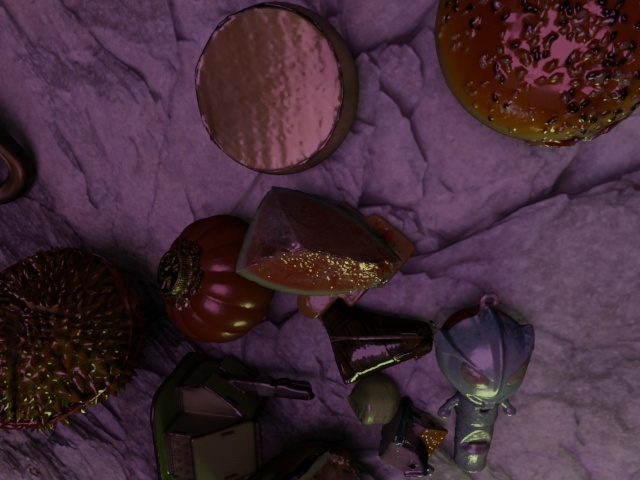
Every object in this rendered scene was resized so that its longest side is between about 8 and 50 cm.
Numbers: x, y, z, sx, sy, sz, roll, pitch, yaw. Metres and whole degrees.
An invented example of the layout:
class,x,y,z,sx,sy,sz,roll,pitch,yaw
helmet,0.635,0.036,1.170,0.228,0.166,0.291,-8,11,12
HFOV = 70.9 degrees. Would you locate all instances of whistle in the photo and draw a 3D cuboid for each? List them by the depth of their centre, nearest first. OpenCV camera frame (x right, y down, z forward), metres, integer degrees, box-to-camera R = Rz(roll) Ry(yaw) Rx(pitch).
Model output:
class,x,y,z,sx,sy,sz,roll,pitch,yaw
whistle,0.260,0.234,0.737,0.142,0.134,0.346,-13,117,-21

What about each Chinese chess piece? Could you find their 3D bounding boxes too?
class,x,y,z,sx,sy,sz,roll,pitch,yaw
Chinese chess piece,-0.068,-0.232,0.706,0.257,0.104,0.257,5,106,16

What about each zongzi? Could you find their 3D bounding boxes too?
class,x,y,z,sx,sy,sz,roll,pitch,yaw
zongzi,0.093,0.134,0.787,0.187,0.084,0.184,-23,78,11

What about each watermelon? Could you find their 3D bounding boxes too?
class,x,y,z,sx,sy,sz,roll,pitch,yaw
watermelon,-0.006,-0.003,0.705,0.231,0.146,0.128,12,143,-17

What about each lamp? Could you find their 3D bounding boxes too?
class,x,y,z,sx,sy,sz,roll,pitch,yaw
lamp,-0.175,0.065,0.775,0.223,0.196,0.223,-11,73,40

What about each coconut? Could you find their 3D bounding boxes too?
class,x,y,z,sx,sy,sz,roll,pitch,yaw
coconut,0.094,0.289,0.816,0.096,0.088,0.087,11,109,-7

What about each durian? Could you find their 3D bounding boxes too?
class,x,y,z,sx,sy,sz,roll,pitch,yaw
durian,-0.494,0.181,0.822,0.384,0.348,0.347,4,111,56

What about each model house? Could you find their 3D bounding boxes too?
class,x,y,z,sx,sy,sz,roll,pitch,yaw
model house,0.169,0.359,0.804,0.100,0.100,0.087,31,110,5
model house,-0.150,0.352,0.860,0.279,0.205,0.218,3,107,8

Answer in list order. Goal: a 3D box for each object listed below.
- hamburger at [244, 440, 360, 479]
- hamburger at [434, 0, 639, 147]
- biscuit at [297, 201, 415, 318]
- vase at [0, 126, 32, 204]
class,x,y,z,sx,sy,sz,roll,pitch,yaw
hamburger,-0.048,0.490,0.833,0.167,0.288,0.192,59,144,6
hamburger,0.291,-0.266,0.551,0.300,0.176,0.300,5,107,17
biscuit,0.039,0.023,0.760,0.239,0.041,0.212,-6,87,13
vase,-0.756,-0.164,0.891,0.329,0.241,0.302,9,123,-13
